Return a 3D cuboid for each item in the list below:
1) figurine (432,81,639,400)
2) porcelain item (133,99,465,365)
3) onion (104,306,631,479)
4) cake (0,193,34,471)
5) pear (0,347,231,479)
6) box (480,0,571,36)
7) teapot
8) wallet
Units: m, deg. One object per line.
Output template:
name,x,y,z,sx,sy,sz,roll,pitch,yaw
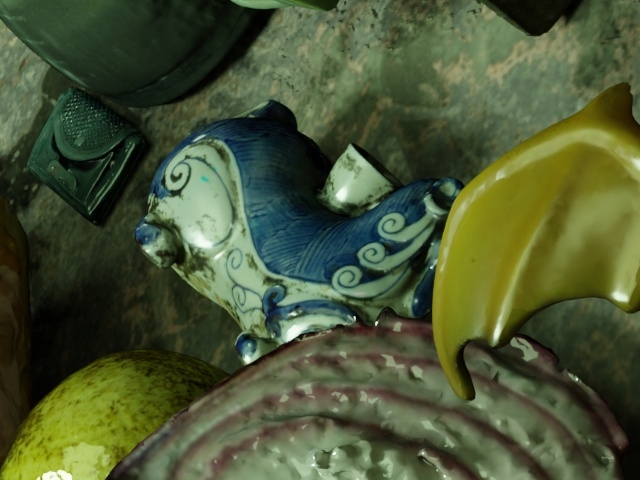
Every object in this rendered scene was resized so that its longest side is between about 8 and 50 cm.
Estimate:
figurine,0.280,-0.021,0.872,0.401,0.268,0.387,14,94,58
porcelain item,0.000,0.000,1.234,0.186,0.138,0.288,-48,45,3
onion,0.056,0.194,1.052,0.280,0.146,0.314,-29,48,-13
cake,-0.367,0.114,1.348,0.293,0.307,0.314,101,166,-52
pear,-0.104,0.166,1.209,0.197,0.197,0.197,-21,57,36
box,0.078,-0.286,1.194,0.184,0.273,0.143,-55,40,8
teapot,-0.170,-0.228,1.435,0.239,0.239,0.321,-50,45,16
wallet,-0.203,-0.076,1.546,0.129,0.026,0.088,35,97,47
